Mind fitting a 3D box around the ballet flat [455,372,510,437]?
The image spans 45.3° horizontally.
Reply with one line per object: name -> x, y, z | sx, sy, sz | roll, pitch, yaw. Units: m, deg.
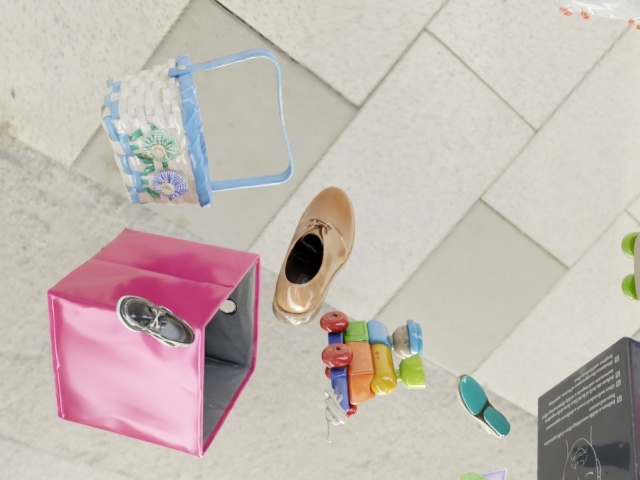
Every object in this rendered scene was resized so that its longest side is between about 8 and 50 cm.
ballet flat -> 0.297, 0.318, 1.461 | 0.057, 0.052, 0.168 | -47, 109, -24

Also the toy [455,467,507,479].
toy -> 0.245, 0.489, 1.247 | 0.137, 0.056, 0.237 | -8, 112, -17

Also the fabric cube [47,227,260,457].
fabric cube -> -0.264, 0.159, 1.280 | 0.258, 0.259, 0.254 | 10, 117, 12

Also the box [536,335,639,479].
box -> 0.551, 0.427, 1.365 | 0.212, 0.395, 0.293 | 21, 142, -8

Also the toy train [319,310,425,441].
toy train -> 0.076, 0.185, 1.018 | 0.143, 0.248, 0.105 | -6, 114, 1

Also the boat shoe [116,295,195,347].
boat shoe -> -0.213, 0.108, 1.000 | 0.125, 0.038, 0.046 | 47, 52, -45

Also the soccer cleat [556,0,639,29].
soccer cleat -> 0.406, -0.318, 0.998 | 0.068, 0.196, 0.076 | -14, 121, -65

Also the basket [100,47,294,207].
basket -> -0.196, -0.176, 1.262 | 0.289, 0.201, 0.255 | -14, 132, -6

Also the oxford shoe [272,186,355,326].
oxford shoe -> 0.000, 0.000, 0.917 | 0.076, 0.212, 0.076 | 13, 137, 6

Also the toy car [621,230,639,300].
toy car -> 0.657, 0.047, 1.355 | 0.188, 0.155, 0.149 | 1, 88, -5
